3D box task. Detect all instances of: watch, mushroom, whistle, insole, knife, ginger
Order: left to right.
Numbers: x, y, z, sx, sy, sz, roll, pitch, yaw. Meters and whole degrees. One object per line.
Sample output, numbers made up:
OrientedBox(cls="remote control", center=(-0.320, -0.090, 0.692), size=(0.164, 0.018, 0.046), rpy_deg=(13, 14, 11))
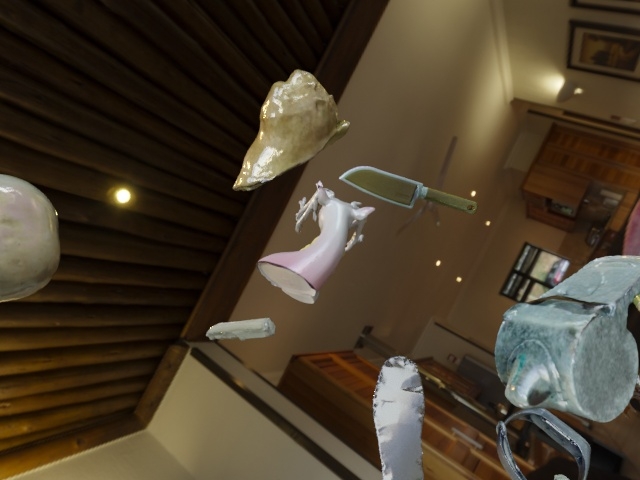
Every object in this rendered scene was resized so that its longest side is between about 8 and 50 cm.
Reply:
OrientedBox(cls="mushroom", center=(-0.637, 0.007, 0.830), size=(0.253, 0.234, 0.260), rpy_deg=(58, -156, -15))
OrientedBox(cls="ginger", center=(-0.061, -0.149, 0.622), size=(0.193, 0.115, 0.122), rpy_deg=(-37, -57, -3))
OrientedBox(cls="insole", center=(0.166, 0.397, 0.910), size=(0.007, 0.111, 0.327), rpy_deg=(74, -165, -53))
OrientedBox(cls="knife", center=(0.201, -0.100, 0.962), size=(0.343, 0.027, 0.061), rpy_deg=(15, -77, -19))
OrientedBox(cls="watch", center=(0.518, 0.504, 1.043), size=(0.193, 0.206, 0.068), rpy_deg=(-35, -39, -21))
OrientedBox(cls="whistle", center=(0.493, 0.162, 0.848), size=(0.188, 0.168, 0.404), rpy_deg=(38, -108, -19))

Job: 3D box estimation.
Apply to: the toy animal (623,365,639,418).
OrientedBox(cls="toy animal", center=(0.817, 0.375, 1.097), size=(0.087, 0.243, 0.260), rpy_deg=(-45, -72, -16))

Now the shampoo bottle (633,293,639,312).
OrientedBox(cls="shampoo bottle", center=(0.917, 0.141, 1.273), size=(0.204, 0.065, 0.065), rpy_deg=(-90, -2, -49))

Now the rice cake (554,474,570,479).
OrientedBox(cls="rice cake", center=(0.665, 0.652, 1.041), size=(0.038, 0.211, 0.124), rpy_deg=(-39, -59, -23))

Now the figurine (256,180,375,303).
OrientedBox(cls="figurine", center=(-0.009, -0.010, 1.065), size=(0.315, 0.206, 0.284), rpy_deg=(-49, -1, -24))

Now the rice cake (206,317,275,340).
OrientedBox(cls="rice cake", center=(-0.242, 0.272, 1.324), size=(0.057, 0.256, 0.052), rpy_deg=(-23, -81, -56))
